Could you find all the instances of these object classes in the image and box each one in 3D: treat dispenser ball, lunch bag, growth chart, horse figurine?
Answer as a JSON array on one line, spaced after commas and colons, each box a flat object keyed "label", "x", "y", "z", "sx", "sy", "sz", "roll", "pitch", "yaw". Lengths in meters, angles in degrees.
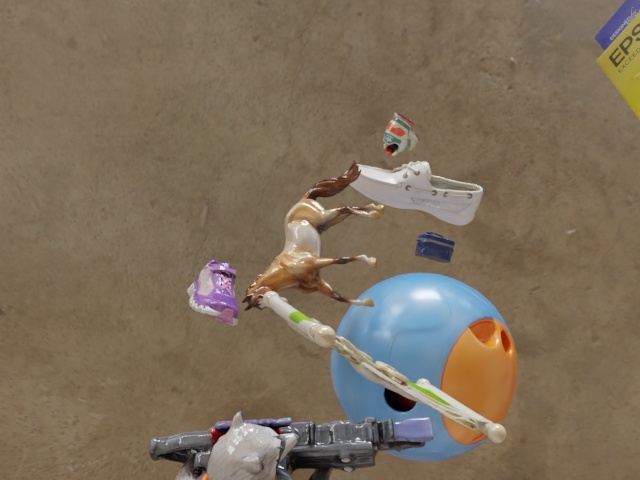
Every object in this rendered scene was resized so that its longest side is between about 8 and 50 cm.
[{"label": "treat dispenser ball", "x": 0.160, "y": 0.194, "z": 0.971, "sx": 0.288, "sy": 0.288, "sz": 0.288, "roll": 4, "pitch": 72, "yaw": -13}, {"label": "lunch bag", "x": 0.287, "y": 0.014, "z": 1.572, "sx": 0.098, "sy": 0.067, "sz": 0.065, "roll": 15, "pitch": 84, "yaw": -10}, {"label": "growth chart", "x": 0.052, "y": 0.111, "z": 0.551, "sx": 0.237, "sy": 0.172, "sz": 0.021, "roll": 33, "pitch": 84, "yaw": -26}, {"label": "horse figurine", "x": 0.000, "y": 0.000, "z": 0.904, "sx": 0.174, "sy": 0.066, "sz": 0.263, "roll": 1, "pitch": 54, "yaw": 12}]

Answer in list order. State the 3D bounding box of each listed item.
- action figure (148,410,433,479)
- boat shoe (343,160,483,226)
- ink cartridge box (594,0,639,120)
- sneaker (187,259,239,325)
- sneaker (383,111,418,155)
[{"label": "action figure", "x": -0.025, "y": 0.319, "z": 0.724, "sx": 0.341, "sy": 0.330, "sz": 0.179, "roll": -11, "pitch": 37, "yaw": 10}, {"label": "boat shoe", "x": 0.184, "y": -0.113, "z": 1.208, "sx": 0.277, "sy": 0.096, "sz": 0.098, "roll": 14, "pitch": 30, "yaw": -13}, {"label": "ink cartridge box", "x": 0.519, "y": -0.311, "z": 0.821, "sx": 0.072, "sy": 0.304, "sz": 0.307, "roll": 5, "pitch": 49, "yaw": -27}, {"label": "sneaker", "x": -0.211, "y": 0.099, "z": 1.277, "sx": 0.095, "sy": 0.236, "sz": 0.105, "roll": 29, "pitch": 90, "yaw": -22}, {"label": "sneaker", "x": 0.161, "y": -0.210, "z": 1.305, "sx": 0.057, "sy": 0.161, "sz": 0.075, "roll": 36, "pitch": 90, "yaw": 15}]
